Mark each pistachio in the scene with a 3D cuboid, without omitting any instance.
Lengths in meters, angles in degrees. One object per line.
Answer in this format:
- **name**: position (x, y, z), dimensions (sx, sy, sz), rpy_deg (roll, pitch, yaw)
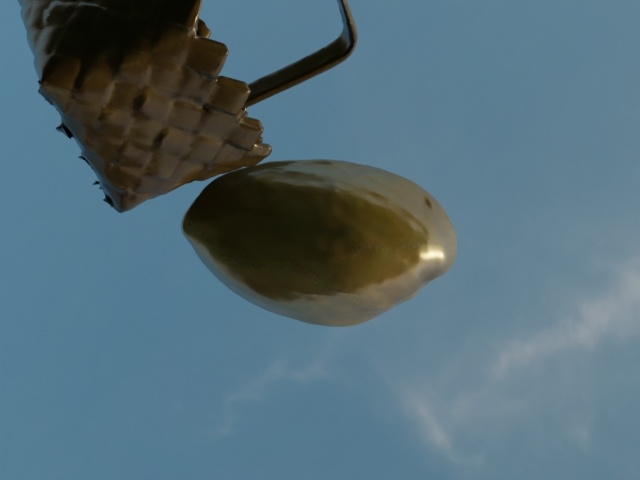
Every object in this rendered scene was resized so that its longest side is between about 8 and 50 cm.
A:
- **pistachio**: position (0.000, 0.000, 1.304), dimensions (0.293, 0.162, 0.181), rpy_deg (8, -92, 7)

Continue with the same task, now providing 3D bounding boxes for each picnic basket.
- **picnic basket**: position (-0.135, -0.221, 1.225), dimensions (0.321, 0.254, 0.291), rpy_deg (-26, -132, 0)
